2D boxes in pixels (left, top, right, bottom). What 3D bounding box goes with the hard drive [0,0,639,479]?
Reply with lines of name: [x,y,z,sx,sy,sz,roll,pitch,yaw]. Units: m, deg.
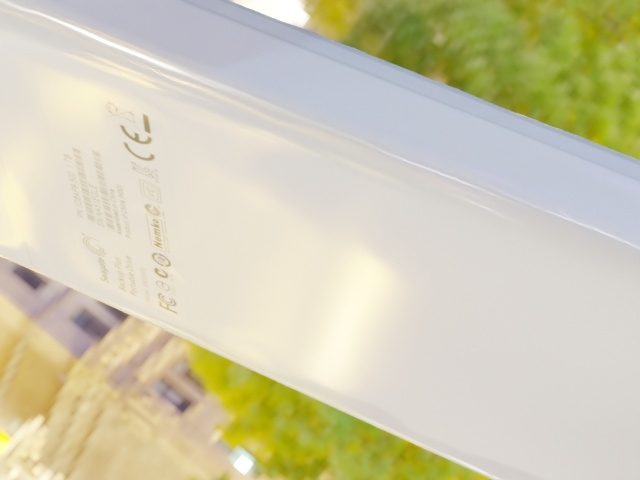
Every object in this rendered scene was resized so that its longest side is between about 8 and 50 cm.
hard drive: [0.000,0.000,0.693,0.047,0.353,0.233,-60,-15,-27]
